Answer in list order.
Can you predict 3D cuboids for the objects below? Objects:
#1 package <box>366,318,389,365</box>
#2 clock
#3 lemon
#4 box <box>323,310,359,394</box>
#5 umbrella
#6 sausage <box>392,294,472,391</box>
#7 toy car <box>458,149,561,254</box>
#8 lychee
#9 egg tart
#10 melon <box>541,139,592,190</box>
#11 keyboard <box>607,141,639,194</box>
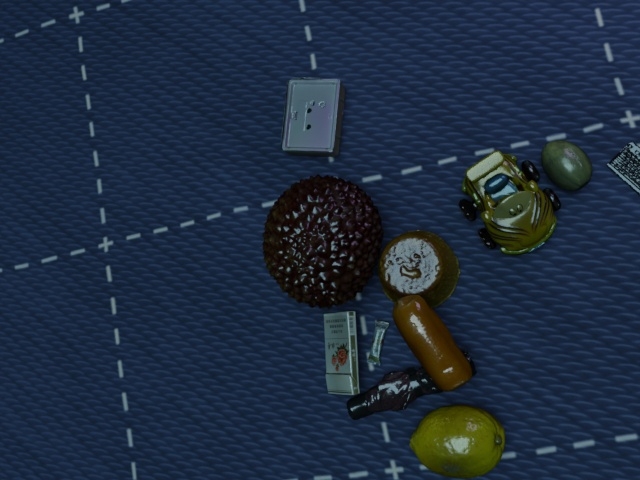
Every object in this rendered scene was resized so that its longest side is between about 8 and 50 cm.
[{"bbox_3d":[0.142,0.251,1.714,0.037,0.015,0.110,11,85,22],"label":"package"},{"bbox_3d":[-0.016,-0.316,1.794,0.146,0.071,0.192,4,85,17],"label":"clock"},{"bbox_3d":[0.308,0.450,1.565,0.207,0.170,0.170,-6,82,22],"label":"lemon"},{"bbox_3d":[0.050,0.274,1.699,0.109,0.029,0.198,-15,76,56],"label":"box"},{"bbox_3d":[0.208,0.343,1.645,0.326,0.090,0.094,-23,83,12],"label":"umbrella"},{"bbox_3d":[0.246,0.227,1.548,0.098,0.098,0.238,-34,86,10],"label":"sausage"},{"bbox_3d":[0.432,-0.090,1.602,0.200,0.142,0.248,-36,74,10],"label":"toy car"},{"bbox_3d":[0.000,0.000,1.642,0.306,0.330,0.306,7,113,16],"label":"lychee"},{"bbox_3d":[0.220,0.070,1.644,0.202,0.147,0.203,-1,86,17],"label":"egg tart"},{"bbox_3d":[0.564,-0.174,1.598,0.098,0.098,0.131,-38,77,9],"label":"melon"},{"bbox_3d":[0.772,-0.117,1.574,0.087,0.017,0.250,-45,74,9],"label":"keyboard"}]
